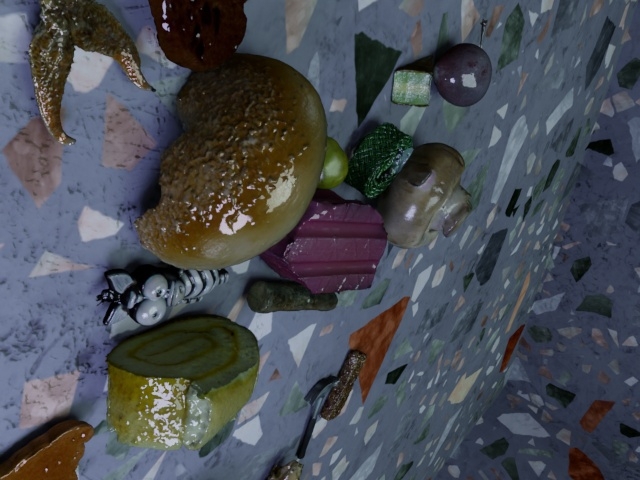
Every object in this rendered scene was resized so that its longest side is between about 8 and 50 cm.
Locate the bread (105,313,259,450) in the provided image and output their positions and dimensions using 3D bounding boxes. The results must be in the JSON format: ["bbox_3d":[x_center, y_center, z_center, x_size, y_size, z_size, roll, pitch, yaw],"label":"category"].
[{"bbox_3d":[-0.189,0.205,0.854,0.257,0.185,0.124,-22,128,-57],"label":"bread"}]

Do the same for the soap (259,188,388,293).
[{"bbox_3d":[0.000,0.000,1.011,0.289,0.112,0.182,-2,112,-49],"label":"soap"}]

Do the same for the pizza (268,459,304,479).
[{"bbox_3d":[-0.107,0.627,1.429,0.147,0.069,0.226,-20,130,-19],"label":"pizza"}]

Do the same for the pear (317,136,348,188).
[{"bbox_3d":[0.004,-0.126,0.965,0.097,0.092,0.092,-43,145,-28],"label":"pear"}]

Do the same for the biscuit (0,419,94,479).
[{"bbox_3d":[-0.419,0.359,0.778,0.280,0.043,0.183,-48,143,-12],"label":"biscuit"}]

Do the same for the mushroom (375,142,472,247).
[{"bbox_3d":[0.221,-0.088,1.219,0.255,0.184,0.255,-44,165,-14],"label":"mushroom"}]

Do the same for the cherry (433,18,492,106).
[{"bbox_3d":[0.295,-0.374,1.186,0.148,0.115,0.188,3,105,-21],"label":"cherry"}]

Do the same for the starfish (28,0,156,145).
[{"bbox_3d":[-0.234,-0.224,0.580,0.138,0.050,0.248,-29,143,-43],"label":"starfish"}]

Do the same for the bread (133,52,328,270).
[{"bbox_3d":[-0.102,-0.092,0.732,0.314,0.192,0.171,-58,143,-4],"label":"bread"}]

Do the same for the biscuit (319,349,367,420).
[{"bbox_3d":[0.061,0.377,1.496,0.064,0.034,0.199,13,104,-59],"label":"biscuit"}]

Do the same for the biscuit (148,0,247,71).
[{"bbox_3d":[-0.132,-0.282,0.641,0.192,0.049,0.192,17,90,-72],"label":"biscuit"}]

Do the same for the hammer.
[{"bbox_3d":[-0.023,0.458,1.449,0.103,0.029,0.247,-11,124,-52],"label":"hammer"}]

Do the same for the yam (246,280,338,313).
[{"bbox_3d":[-0.044,0.110,1.106,0.274,0.061,0.061,12,104,-60],"label":"yam"}]

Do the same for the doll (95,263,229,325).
[{"bbox_3d":[-0.213,0.063,0.817,0.219,0.067,0.091,-16,131,-48],"label":"doll"}]

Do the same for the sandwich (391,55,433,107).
[{"bbox_3d":[0.184,-0.324,1.145,0.116,0.074,0.074,-75,169,-53],"label":"sandwich"}]

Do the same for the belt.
[{"bbox_3d":[0.107,-0.160,1.104,0.151,0.079,0.121,-50,159,2],"label":"belt"}]
